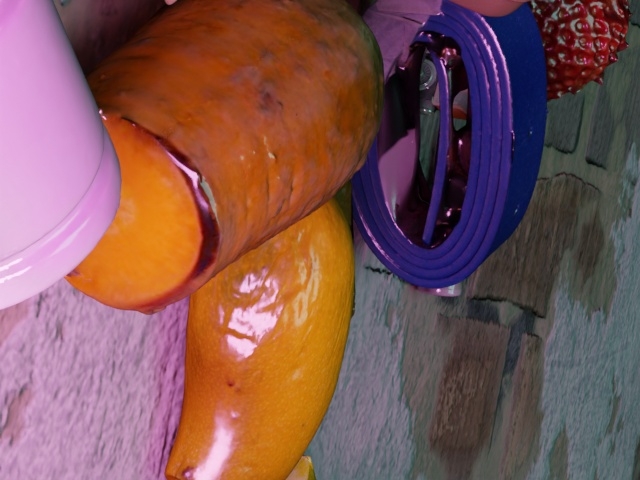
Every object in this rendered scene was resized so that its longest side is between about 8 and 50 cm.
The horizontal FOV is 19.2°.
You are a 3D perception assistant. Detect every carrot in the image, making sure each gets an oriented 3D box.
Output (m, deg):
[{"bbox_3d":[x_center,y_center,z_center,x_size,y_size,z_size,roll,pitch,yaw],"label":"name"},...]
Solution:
[{"bbox_3d":[-0.088,-0.095,1.622,0.340,0.224,0.224,-47,138,-51],"label":"carrot"}]

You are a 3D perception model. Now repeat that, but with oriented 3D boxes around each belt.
[{"bbox_3d":[0.134,-0.126,2.082,0.117,0.212,0.347,-38,135,-54],"label":"belt"}]

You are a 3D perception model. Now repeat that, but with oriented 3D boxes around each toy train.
[{"bbox_3d":[0.168,-0.225,2.227,0.074,0.118,0.176,37,67,-65],"label":"toy train"}]

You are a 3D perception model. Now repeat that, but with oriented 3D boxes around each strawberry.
[{"bbox_3d":[0.269,-0.300,2.357,0.244,0.205,0.205,43,58,-36],"label":"strawberry"}]

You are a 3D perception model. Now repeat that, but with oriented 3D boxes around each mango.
[{"bbox_3d":[-0.057,0.104,1.849,0.187,0.144,0.359,0,104,-52],"label":"mango"}]

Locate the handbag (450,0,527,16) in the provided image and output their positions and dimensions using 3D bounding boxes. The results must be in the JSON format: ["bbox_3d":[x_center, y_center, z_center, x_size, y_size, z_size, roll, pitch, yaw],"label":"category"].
[{"bbox_3d":[0.118,-0.398,1.927,0.283,0.149,0.301,13,57,-28],"label":"handbag"}]

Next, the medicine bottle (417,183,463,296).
[{"bbox_3d":[0.158,-0.032,2.337,0.058,0.058,0.199,-5,103,-64],"label":"medicine bottle"}]

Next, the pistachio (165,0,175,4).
[{"bbox_3d":[-0.135,-0.300,1.579,0.145,0.117,0.200,-78,165,-59],"label":"pistachio"}]

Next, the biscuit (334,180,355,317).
[{"bbox_3d":[0.000,0.000,2.059,0.131,0.025,0.231,-34,128,-56],"label":"biscuit"}]

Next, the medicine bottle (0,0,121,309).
[{"bbox_3d":[-0.273,-0.125,1.242,0.212,0.212,0.325,-62,149,-35],"label":"medicine bottle"}]

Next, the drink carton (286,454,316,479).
[{"bbox_3d":[-0.070,0.308,1.951,0.200,0.084,0.074,-62,153,-43],"label":"drink carton"}]
